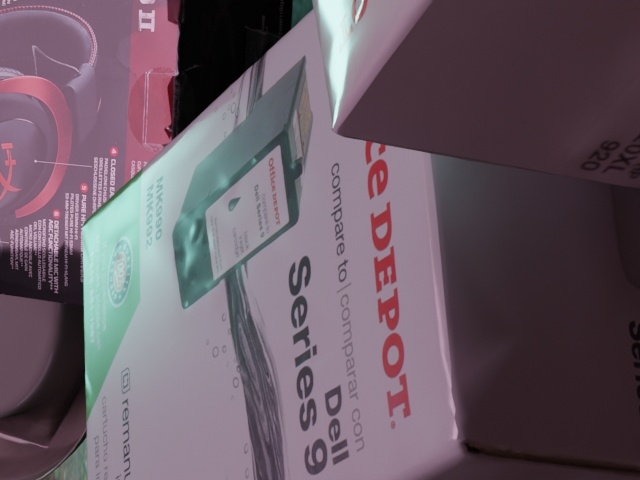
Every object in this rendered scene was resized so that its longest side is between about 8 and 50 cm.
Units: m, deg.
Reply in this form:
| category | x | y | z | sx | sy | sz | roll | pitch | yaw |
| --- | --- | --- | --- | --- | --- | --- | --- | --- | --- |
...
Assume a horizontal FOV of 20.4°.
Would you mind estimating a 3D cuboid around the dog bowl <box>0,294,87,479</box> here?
| category | x | y | z | sx | sy | sz | roll | pitch | yaw |
| --- | --- | --- | --- | --- | --- | --- | --- | --- | --- |
| dog bowl | -0.246 | -0.003 | 1.231 | 0.349 | 0.102 | 0.349 | 14 | 116 | 33 |

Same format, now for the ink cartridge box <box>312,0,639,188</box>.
| category | x | y | z | sx | sy | sz | roll | pitch | yaw |
| --- | --- | --- | --- | --- | --- | --- | --- | --- | --- |
| ink cartridge box | 0.094 | -0.159 | 0.582 | 0.171 | 0.168 | 0.233 | 126 | 143 | -48 |

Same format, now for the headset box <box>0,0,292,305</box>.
| category | x | y | z | sx | sy | sz | roll | pitch | yaw |
| --- | --- | --- | --- | --- | --- | --- | --- | --- | --- |
| headset box | -0.141 | -0.078 | 0.991 | 0.293 | 0.110 | 0.218 | 6 | 96 | 31 |

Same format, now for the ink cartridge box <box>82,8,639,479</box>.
| category | x | y | z | sx | sy | sz | roll | pitch | yaw |
| --- | --- | --- | --- | --- | --- | --- | --- | --- | --- |
| ink cartridge box | 0.014 | 0.035 | 0.734 | 0.289 | 0.121 | 0.211 | -37 | 50 | 50 |
